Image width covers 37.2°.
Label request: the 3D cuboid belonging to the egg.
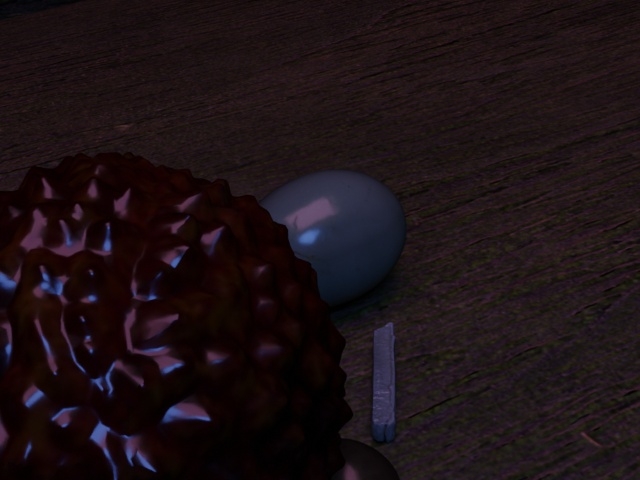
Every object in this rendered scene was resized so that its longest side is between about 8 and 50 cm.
[{"bbox_3d":[0.000,0.000,1.186,0.231,0.168,0.168,-21,37,-21],"label":"egg"}]

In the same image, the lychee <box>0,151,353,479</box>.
[{"bbox_3d":[-0.184,0.140,0.802,0.424,0.500,0.425,3,73,-10],"label":"lychee"}]

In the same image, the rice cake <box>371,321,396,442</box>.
[{"bbox_3d":[0.071,0.155,1.068,0.029,0.033,0.171,0,34,5],"label":"rice cake"}]

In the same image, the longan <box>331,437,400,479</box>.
[{"bbox_3d":[0.028,0.237,0.899,0.106,0.106,0.119,7,-3,15],"label":"longan"}]
